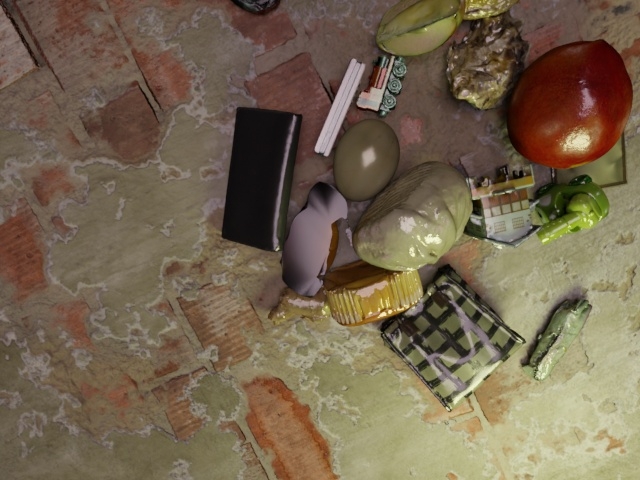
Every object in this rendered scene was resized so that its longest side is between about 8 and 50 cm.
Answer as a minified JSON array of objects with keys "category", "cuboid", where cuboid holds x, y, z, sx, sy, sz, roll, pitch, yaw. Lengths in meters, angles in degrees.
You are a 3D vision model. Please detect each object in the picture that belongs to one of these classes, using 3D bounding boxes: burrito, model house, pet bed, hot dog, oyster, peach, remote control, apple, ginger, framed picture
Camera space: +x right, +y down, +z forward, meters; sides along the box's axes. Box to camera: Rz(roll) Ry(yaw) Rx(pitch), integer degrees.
[{"category":"burrito","cuboid":[0.763,0.318,1.361,0.096,0.066,0.309,27,99,-9]},{"category":"model house","cuboid":[0.501,-0.098,1.220,0.198,0.224,0.216,-14,98,2]},{"category":"pet bed","cuboid":[-0.193,-0.758,1.213,0.201,0.053,0.202,0,100,0]},{"category":"hot dog","cuboid":[-0.006,-0.001,1.298,0.194,0.107,0.326,33,97,2]},{"category":"oyster","cuboid":[0.481,-0.513,1.202,0.238,0.115,0.351,39,74,-3]},{"category":"peach","cuboid":[0.662,-0.366,1.134,0.307,0.308,0.333,1,131,1]},{"category":"remote control","cuboid":[0.055,-0.380,1.242,0.055,0.103,0.278,22,98,-4]},{"category":"apple","cuboid":[0.291,-0.613,1.166,0.120,0.264,0.193,38,65,-40]},{"category":"ginger","cuboid":[-0.065,0.198,1.351,0.213,0.074,0.138,-4,88,6]},{"category":"framed picture","cuboid":[0.826,-0.235,1.302,0.231,0.010,0.173,-9,99,2]}]

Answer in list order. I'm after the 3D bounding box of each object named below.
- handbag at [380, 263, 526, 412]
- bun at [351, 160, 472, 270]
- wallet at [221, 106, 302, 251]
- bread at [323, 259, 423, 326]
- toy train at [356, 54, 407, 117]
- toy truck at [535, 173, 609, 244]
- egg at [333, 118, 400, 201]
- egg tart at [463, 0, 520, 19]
[{"category":"handbag","cuboid":[0.395,0.299,1.318,0.327,0.162,0.325,45,95,0]},{"category":"bun","cuboid":[0.260,-0.053,1.167,0.365,0.365,0.219,-41,100,6]},{"category":"wallet","cuboid":[-0.181,-0.183,1.264,0.228,0.062,0.407,14,99,28]},{"category":"bread","cuboid":[0.159,0.154,1.280,0.287,0.204,0.156,-19,106,-3]},{"category":"toy train","cuboid":[0.183,-0.459,1.246,0.118,0.074,0.176,17,101,2]},{"category":"toy truck","cuboid":[0.718,-0.082,1.216,0.187,0.210,0.148,-26,103,40]},{"category":"egg","cuboid":[0.130,-0.229,1.223,0.185,0.186,0.242,21,100,-3]},{"category":"egg tart","cuboid":[0.436,-0.719,1.159,0.252,0.098,0.232,25,81,18]}]
